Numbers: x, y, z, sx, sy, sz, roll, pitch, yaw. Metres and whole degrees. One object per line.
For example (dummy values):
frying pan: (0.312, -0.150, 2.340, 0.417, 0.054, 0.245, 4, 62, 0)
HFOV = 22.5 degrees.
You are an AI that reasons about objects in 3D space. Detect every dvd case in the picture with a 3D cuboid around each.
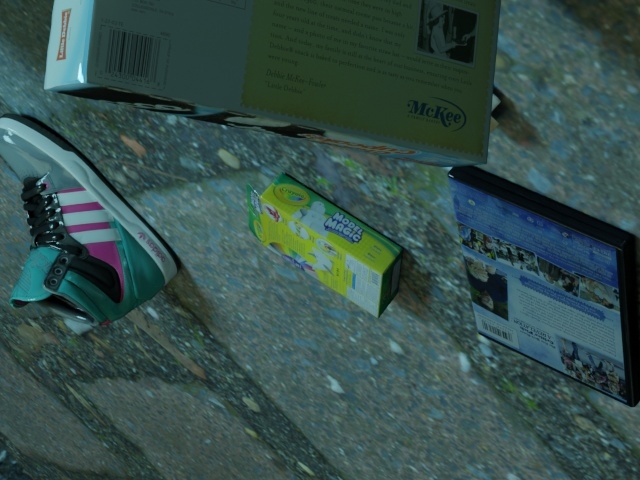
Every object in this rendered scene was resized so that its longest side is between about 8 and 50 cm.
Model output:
dvd case: (0.210, 0.044, 1.477, 0.180, 0.022, 0.253, 25, 151, 29)

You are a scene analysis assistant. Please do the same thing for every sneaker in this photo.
sneaker: (-0.337, -0.002, 2.000, 0.295, 0.178, 0.124, 45, 156, -9)

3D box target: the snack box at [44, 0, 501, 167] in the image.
snack box: (-0.016, -0.163, 1.060, 0.322, 0.187, 0.060, 9, 175, -36)

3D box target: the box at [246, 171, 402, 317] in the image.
box: (0.000, 0.000, 1.682, 0.179, 0.043, 0.105, 31, 155, 15)

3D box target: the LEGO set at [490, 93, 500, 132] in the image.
LEGO set: (0.026, -0.166, 1.280, 0.132, 0.107, 0.287, 12, 143, 47)
